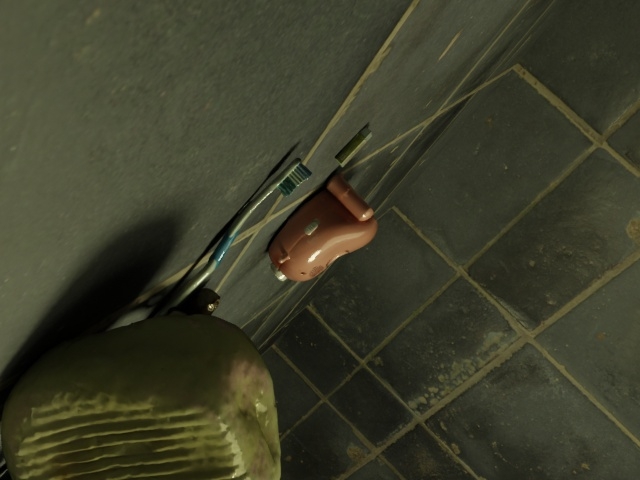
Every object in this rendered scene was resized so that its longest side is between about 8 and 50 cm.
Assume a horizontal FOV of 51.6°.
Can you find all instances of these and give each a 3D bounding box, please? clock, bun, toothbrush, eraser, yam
[{"bbox_3d":[0.000,0.000,1.409,0.241,0.142,0.227,-41,172,-3],"label":"clock"},{"bbox_3d":[-0.214,0.241,0.868,0.361,0.361,0.213,-48,-168,22],"label":"bun"},{"bbox_3d":[-0.158,0.014,1.025,0.386,0.040,0.040,-43,174,16],"label":"toothbrush"},{"bbox_3d":[0.063,-0.175,1.243,0.083,0.019,0.038,-46,171,3],"label":"eraser"},{"bbox_3d":[-0.266,0.177,1.234,0.241,0.057,0.057,-47,173,26],"label":"yam"}]

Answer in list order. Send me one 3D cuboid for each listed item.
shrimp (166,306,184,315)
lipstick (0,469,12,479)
[{"bbox_3d":[-0.247,0.220,1.158,0.221,0.110,0.446,-21,159,-15],"label":"shrimp"},{"bbox_3d":[-0.410,0.308,1.150,0.312,0.051,0.051,-45,179,-27],"label":"lipstick"}]
